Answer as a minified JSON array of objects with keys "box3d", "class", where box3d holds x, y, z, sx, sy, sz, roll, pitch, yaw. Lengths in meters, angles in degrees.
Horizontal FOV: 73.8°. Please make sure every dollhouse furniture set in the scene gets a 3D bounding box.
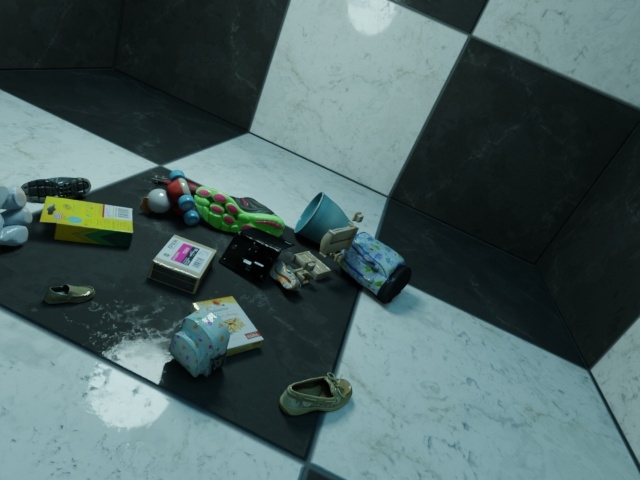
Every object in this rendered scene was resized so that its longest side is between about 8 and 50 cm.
[{"box3d":[0.000,0.000,2.037,0.174,0.356,0.303,38,30,27],"class":"dollhouse furniture set"}]

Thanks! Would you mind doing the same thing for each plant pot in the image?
[{"box3d":[0.034,-0.087,2.369,0.255,0.272,0.272,34,23,-14],"class":"plant pot"}]

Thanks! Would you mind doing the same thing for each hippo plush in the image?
[{"box3d":[-1.155,-0.065,1.426,0.236,0.234,0.294,8,68,5],"class":"hippo plush"}]

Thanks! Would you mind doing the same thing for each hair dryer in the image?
[{"box3d":[-0.748,-0.277,2.207,0.293,0.080,0.223,8,11,-5],"class":"hair dryer"}]

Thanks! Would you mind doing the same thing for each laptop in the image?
[{"box3d":[-0.285,0.057,1.951,0.234,0.136,0.264,22,68,15],"class":"laptop"}]

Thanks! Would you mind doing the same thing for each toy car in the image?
[{"box3d":[-0.727,-0.180,2.018,0.238,0.210,0.219,-19,57,-16],"class":"toy car"}]

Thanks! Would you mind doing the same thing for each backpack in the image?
[{"box3d":[0.264,0.121,2.196,0.355,0.273,0.290,24,30,30],"class":"backpack"},{"box3d":[-0.372,0.312,1.323,0.166,0.188,0.144,36,28,22],"class":"backpack"}]

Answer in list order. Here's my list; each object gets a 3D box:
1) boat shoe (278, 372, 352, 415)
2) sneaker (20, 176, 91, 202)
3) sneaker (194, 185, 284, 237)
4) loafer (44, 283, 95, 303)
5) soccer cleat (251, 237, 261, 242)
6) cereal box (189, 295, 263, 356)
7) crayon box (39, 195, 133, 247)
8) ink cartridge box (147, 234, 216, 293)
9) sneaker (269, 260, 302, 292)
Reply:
[{"box3d":[0.003,0.499,1.399,0.285,0.089,0.104,1,34,-40],"class":"boat shoe"},{"box3d":[-1.136,-0.221,1.826,0.106,0.101,0.267,15,17,36],"class":"sneaker"},{"box3d":[-0.418,-0.138,2.174,0.482,0.185,0.202,25,15,-28],"class":"sneaker"},{"box3d":[-0.807,0.170,1.381,0.148,0.050,0.056,-8,40,-48],"class":"loafer"},{"box3d":[-0.332,0.016,2.043,0.068,0.076,0.196,30,27,13],"class":"soccer cleat"},{"box3d":[-0.337,0.303,1.529,0.173,0.047,0.240,-5,38,-45],"class":"cereal box"},{"box3d":[-0.928,-0.075,1.707,0.318,0.081,0.202,9,29,-29],"class":"crayon box"},{"box3d":[-0.547,0.091,1.710,0.193,0.088,0.235,22,27,-7],"class":"ink cartridge box"},{"box3d":[-0.156,0.168,1.922,0.083,0.084,0.215,40,4,-43],"class":"sneaker"}]
